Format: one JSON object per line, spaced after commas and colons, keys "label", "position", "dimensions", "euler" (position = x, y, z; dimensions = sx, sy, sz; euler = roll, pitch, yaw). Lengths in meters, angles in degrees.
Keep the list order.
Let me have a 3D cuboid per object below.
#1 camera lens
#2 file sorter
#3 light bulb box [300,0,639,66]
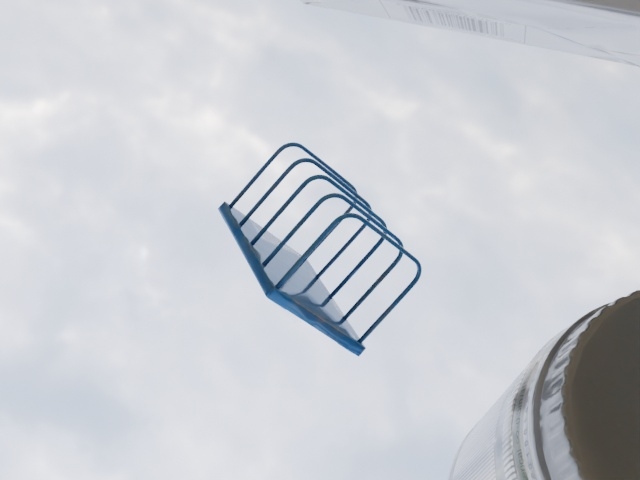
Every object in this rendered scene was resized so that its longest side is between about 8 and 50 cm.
{"label": "camera lens", "position": [0.222, 0.179, 0.689], "dimensions": [0.220, 0.274, 0.219], "euler": [4, -119, -6]}
{"label": "file sorter", "position": [0.000, 0.000, 0.878], "dimensions": [0.118, 0.104, 0.170], "euler": [37, -170, -33]}
{"label": "light bulb box", "position": [0.162, -0.369, 0.804], "dimensions": [0.358, 0.360, 0.225], "euler": [14, -176, 10]}
